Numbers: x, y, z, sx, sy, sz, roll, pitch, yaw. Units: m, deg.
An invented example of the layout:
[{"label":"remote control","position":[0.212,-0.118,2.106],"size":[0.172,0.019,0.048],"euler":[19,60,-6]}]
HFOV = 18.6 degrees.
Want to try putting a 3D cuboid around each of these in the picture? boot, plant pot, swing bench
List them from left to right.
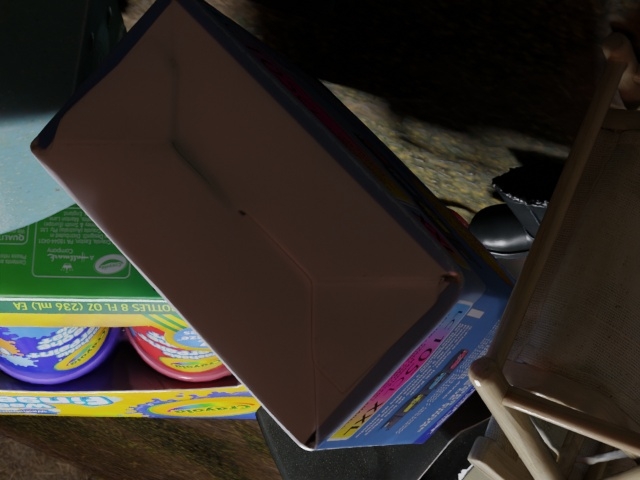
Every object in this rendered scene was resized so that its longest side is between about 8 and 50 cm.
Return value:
[{"label":"plant pot","position":[-0.283,-0.138,1.462],"size":[0.252,0.248,0.247],"euler":[4,159,5]},{"label":"plant pot","position":[0.055,0.166,1.819],"size":[0.167,0.188,0.187],"euler":[45,-154,16]},{"label":"boot","position":[0.157,-0.023,1.504],"size":[0.121,0.045,0.099],"euler":[6,157,28]},{"label":"swing bench","position":[0.213,0.046,1.293],"size":[0.165,0.253,0.255],"euler":[21,161,11]}]

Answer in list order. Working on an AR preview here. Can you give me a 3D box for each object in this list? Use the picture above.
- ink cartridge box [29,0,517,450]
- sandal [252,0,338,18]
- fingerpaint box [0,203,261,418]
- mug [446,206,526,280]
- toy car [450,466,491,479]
[{"label":"ink cartridge box","position":[0.000,0.000,1.350],"size":[0.270,0.151,0.395],"euler":[46,-175,14]},{"label":"sandal","position":[-0.152,-0.249,1.172],"size":[0.167,0.107,0.446],"euler":[6,154,44]},{"label":"fingerpaint box","position":[-0.255,0.043,1.791],"size":[0.445,0.163,0.371],"euler":[1,160,1]},{"label":"mug","position":[0.119,0.041,1.683],"size":[0.113,0.150,0.169],"euler":[-7,-176,-31]},{"label":"toy car","position":[0.209,0.215,1.970],"size":[0.155,0.149,0.188],"euler":[-4,159,37]}]
